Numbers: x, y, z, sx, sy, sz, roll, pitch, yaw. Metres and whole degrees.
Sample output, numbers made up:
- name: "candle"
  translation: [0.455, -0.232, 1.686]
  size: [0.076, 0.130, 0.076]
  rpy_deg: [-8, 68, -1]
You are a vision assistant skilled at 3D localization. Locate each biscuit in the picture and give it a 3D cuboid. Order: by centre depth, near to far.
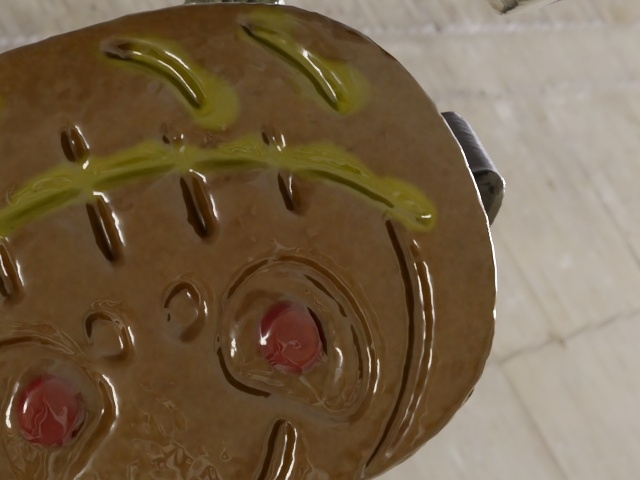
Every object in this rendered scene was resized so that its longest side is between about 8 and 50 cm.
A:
- name: "biscuit"
  translation: [-0.086, 0.045, 1.070]
  size: [0.394, 0.350, 0.070]
  rpy_deg: [-24, 180, -12]

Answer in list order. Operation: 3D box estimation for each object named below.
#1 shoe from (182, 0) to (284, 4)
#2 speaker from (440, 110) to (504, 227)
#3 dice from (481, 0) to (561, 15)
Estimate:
- name: "shoe"
  translation: [-0.074, -0.172, 1.709]
  size: [0.109, 0.149, 0.293]
  rpy_deg: [-13, -153, -5]
- name: "speaker"
  translation: [0.000, 0.000, 2.104]
  size: [0.388, 0.184, 0.180]
  rpy_deg: [-12, -150, -6]
- name: "dice"
  translation: [0.257, -0.372, 1.677]
  size: [0.304, 0.276, 0.304]
  rpy_deg: [-19, -177, -4]
